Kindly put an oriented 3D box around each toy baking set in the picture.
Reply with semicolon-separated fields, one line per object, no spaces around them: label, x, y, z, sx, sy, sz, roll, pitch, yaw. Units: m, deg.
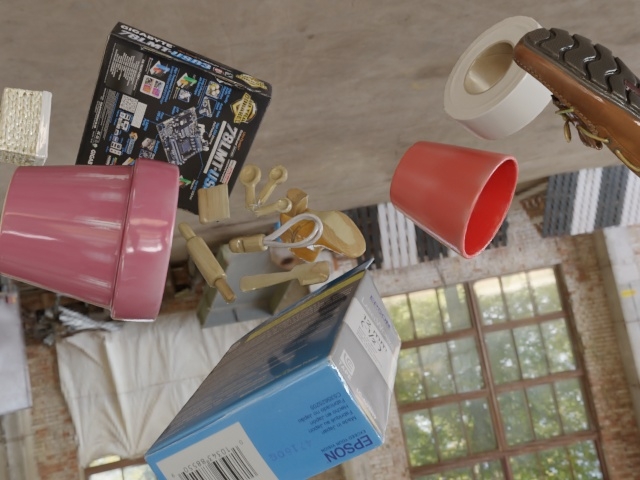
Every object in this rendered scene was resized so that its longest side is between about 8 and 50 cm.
toy baking set;-0.103;-0.008;0.932;0.196;0.256;0.030;-38;152;9

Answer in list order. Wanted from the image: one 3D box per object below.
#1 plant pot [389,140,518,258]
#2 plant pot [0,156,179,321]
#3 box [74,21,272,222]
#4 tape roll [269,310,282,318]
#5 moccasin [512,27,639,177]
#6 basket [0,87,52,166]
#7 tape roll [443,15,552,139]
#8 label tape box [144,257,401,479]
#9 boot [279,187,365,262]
plant pot;0.329;-0.125;1.616;0.243;0.275;0.275;27;-166;31
plant pot;-0.275;-0.011;0.761;0.180;0.201;0.201;10;166;-17
box;-0.276;-0.206;1.181;0.293;0.073;0.296;18;123;-17
tape roll;-0.002;0.348;1.667;0.392;0.392;0.072;-2;137;-48
moccasin;0.469;-0.204;1.042;0.380;0.139;0.147;33;142;-4
basket;-0.694;-0.262;1.484;0.103;0.167;0.113;6;168;-30
tape roll;0.428;-0.383;1.509;0.100;0.286;0.286;29;151;-29
label tape box;-0.030;0.168;0.805;0.249;0.115;0.348;-31;-175;18
boot;-0.001;0.000;1.791;0.104;0.295;0.211;-36;154;-31
